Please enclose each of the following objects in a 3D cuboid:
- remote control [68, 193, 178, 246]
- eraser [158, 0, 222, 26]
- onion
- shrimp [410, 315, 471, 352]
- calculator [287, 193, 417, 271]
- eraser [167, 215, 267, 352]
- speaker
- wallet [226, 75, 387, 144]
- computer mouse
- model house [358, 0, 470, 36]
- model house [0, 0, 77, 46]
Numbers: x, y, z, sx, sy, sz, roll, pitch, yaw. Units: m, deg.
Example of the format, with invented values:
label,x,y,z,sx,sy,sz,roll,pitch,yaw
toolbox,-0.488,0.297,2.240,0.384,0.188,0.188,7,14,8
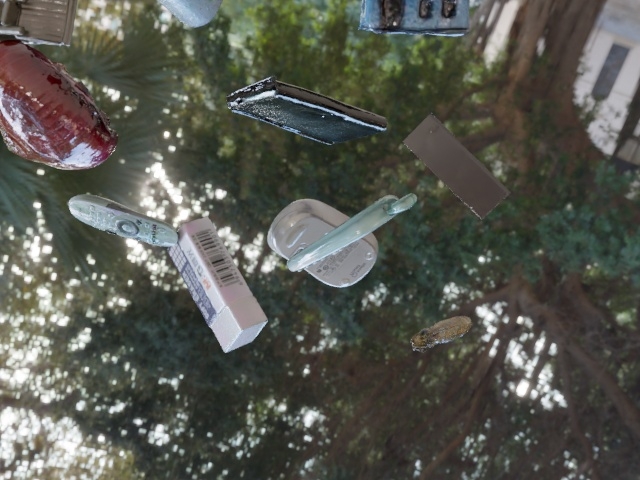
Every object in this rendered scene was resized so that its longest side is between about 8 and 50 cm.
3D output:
label,x,y,z,sx,sy,sz,roll,pitch,yaw
remote control,-0.440,-0.045,1.757,0.256,0.097,0.045,20,-129,-2
eraser,-0.199,-0.424,1.106,0.081,0.174,0.227,27,-179,17
onion,-0.438,-0.210,1.259,0.248,0.161,0.248,27,166,7
shrimp,0.238,0.204,1.646,0.223,0.126,0.047,-6,-112,-52
calculator,0.056,-0.020,1.455,0.042,0.295,0.184,59,-147,-2
eraser,-0.237,0.099,1.777,0.086,0.130,0.287,-21,-109,-34
speaker,0.264,-0.144,1.518,0.218,0.082,0.044,44,-170,-1
wallet,-0.026,-0.257,1.582,0.318,0.045,0.172,11,166,-43
computer mouse,0.000,0.000,1.946,0.297,0.184,0.121,24,-158,-32
model house,0.209,-0.591,1.689,0.237,0.303,0.215,1,-169,-1
model house,-0.501,-0.421,1.352,0.188,0.229,0.122,7,175,14
